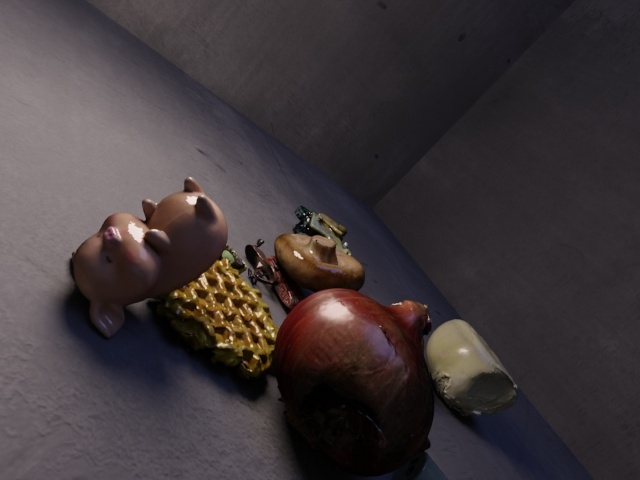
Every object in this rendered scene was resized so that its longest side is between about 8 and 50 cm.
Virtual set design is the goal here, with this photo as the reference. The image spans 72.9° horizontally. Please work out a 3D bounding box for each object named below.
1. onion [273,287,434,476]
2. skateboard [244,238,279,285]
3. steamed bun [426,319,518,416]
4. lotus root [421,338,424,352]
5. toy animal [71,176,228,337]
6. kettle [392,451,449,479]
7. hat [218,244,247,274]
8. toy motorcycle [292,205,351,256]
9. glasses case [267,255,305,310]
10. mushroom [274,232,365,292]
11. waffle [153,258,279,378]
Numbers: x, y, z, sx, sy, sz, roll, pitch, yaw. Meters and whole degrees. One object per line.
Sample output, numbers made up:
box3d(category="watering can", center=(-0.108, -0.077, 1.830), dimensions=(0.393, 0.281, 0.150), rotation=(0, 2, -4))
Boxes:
box3d(category="onion", center=(0.062, 0.263, 0.826), dimensions=(0.353, 0.354, 0.354), rotation=(40, 15, -13))
box3d(category="skateboard", center=(-0.165, 0.067, 1.161), dimensions=(0.080, 0.067, 0.151), rotation=(-9, 43, -34))
box3d(category="steamed bun", center=(0.510, 0.456, 1.542), dimensions=(0.334, 0.233, 0.312), rotation=(48, 11, -17))
box3d(category="lotus root", center=(0.241, 0.329, 1.359), dimensions=(0.169, 0.141, 0.314), rotation=(36, 28, -9))
box3d(category="toy animal", center=(-0.271, 0.015, 0.701), dimensions=(0.166, 0.250, 0.154), rotation=(47, -20, 48))
box3d(category="kettle", center=(0.229, 0.527, 0.877), dimensions=(0.148, 0.098, 0.127), rotation=(49, 10, 6))
box3d(category="hat", center=(-0.220, 0.055, 1.057), dimensions=(0.077, 0.059, 0.076), rotation=(46, -2, -11))
box3d(category="toy motorcycle", center=(0.000, 0.000, 1.564), dimensions=(0.237, 0.169, 0.410), rotation=(41, 15, -17))
box3d(category="glasses case", center=(-0.099, 0.122, 1.201), dimensions=(0.073, 0.049, 0.194), rotation=(30, 20, -44))
box3d(category="mushroom", center=(-0.005, 0.062, 1.205), dimensions=(0.278, 0.146, 0.278), rotation=(22, 12, -5))
box3d(category="waffle", center=(-0.206, 0.130, 0.873), dimensions=(0.325, 0.068, 0.302), rotation=(40, 15, -6))
